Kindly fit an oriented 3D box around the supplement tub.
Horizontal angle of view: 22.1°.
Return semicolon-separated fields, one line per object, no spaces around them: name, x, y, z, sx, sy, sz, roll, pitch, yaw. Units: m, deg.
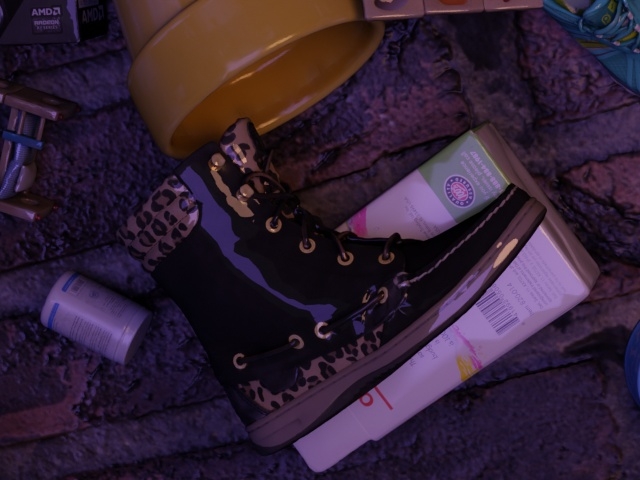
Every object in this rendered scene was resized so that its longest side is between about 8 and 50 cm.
supplement tub;-0.248;0.085;1.813;0.107;0.071;0.071;28;108;5

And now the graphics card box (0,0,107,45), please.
graphics card box;-0.357;-0.388;1.712;0.232;0.094;0.371;0;104;12

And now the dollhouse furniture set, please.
dollhouse furniture set;-0.356;-0.089;1.735;0.129;0.184;0.129;17;106;8

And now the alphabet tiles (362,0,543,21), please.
alphabet tiles;0.105;-0.375;1.552;0.285;0.011;0.343;-4;78;-9

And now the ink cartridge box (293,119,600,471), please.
ink cartridge box;0.086;0.061;1.705;0.353;0.119;0.207;-36;90;18

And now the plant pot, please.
plant pot;-0.101;-0.245;1.625;0.254;0.254;0.239;-34;78;18

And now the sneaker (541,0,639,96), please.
sneaker;0.288;-0.212;1.601;0.275;0.110;0.107;34;108;2

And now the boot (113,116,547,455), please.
boot;0.000;0.000;1.589;0.377;0.138;0.284;-40;87;23

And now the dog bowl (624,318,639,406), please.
dog bowl;0.428;0.084;1.661;0.166;0.074;0.297;33;107;3
